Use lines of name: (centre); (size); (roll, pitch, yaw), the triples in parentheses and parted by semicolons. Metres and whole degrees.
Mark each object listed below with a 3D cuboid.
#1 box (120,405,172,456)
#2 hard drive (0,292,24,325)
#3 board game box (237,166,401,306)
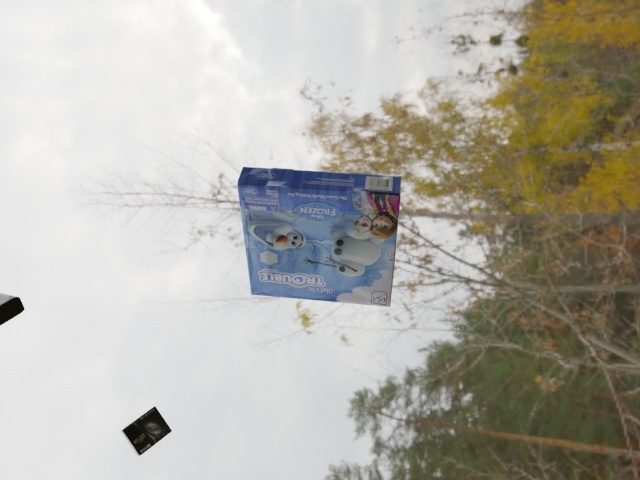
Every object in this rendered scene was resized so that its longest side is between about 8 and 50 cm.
box: (-0.367, 0.401, 1.311); (0.083, 0.018, 0.067); (-33, -92, -37)
hard drive: (-0.409, 0.083, 0.686); (0.094, 0.135, 0.022); (-41, -52, -47)
board game box: (0.000, 0.000, 0.370); (0.020, 0.090, 0.090); (-79, -9, -47)
